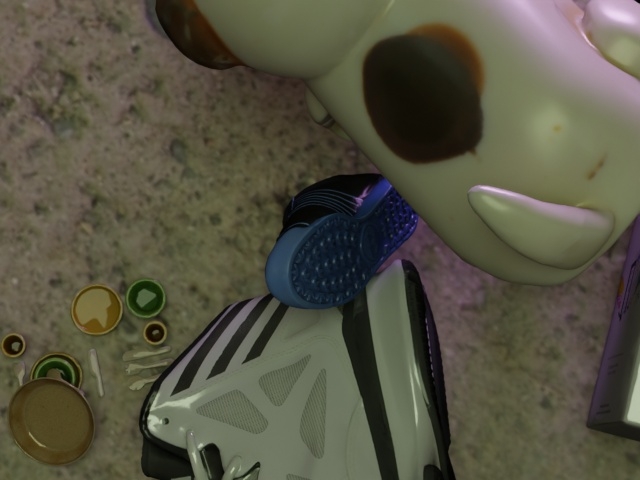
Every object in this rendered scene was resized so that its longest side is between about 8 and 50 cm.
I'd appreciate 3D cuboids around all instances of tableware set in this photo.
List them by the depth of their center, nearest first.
[{"bbox_3d":[-0.210,0.091,1.410,0.154,0.024,0.104,-11,81,-1],"label":"tableware set"}]

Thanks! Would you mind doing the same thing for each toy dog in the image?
[{"bbox_3d":[0.068,-0.149,1.245,0.408,0.284,0.395,38,38,-4],"label":"toy dog"}]

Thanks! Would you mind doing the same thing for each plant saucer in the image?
[{"bbox_3d":[-0.238,0.160,1.392,0.083,0.015,0.083,3,104,12],"label":"plant saucer"}]

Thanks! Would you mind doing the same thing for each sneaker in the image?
[{"bbox_3d":[-0.015,0.237,1.297,0.258,0.169,0.447,-10,56,9],"label":"sneaker"},{"bbox_3d":[0.000,0.000,1.333,0.090,0.232,0.081,-1,106,30],"label":"sneaker"}]

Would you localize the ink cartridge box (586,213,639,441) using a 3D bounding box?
[{"bbox_3d":[0.348,0.067,1.340,0.171,0.168,0.232,15,82,2],"label":"ink cartridge box"}]

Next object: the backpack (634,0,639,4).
[{"bbox_3d":[0.372,-0.237,1.377,0.144,0.188,0.166,-39,82,-5],"label":"backpack"}]
